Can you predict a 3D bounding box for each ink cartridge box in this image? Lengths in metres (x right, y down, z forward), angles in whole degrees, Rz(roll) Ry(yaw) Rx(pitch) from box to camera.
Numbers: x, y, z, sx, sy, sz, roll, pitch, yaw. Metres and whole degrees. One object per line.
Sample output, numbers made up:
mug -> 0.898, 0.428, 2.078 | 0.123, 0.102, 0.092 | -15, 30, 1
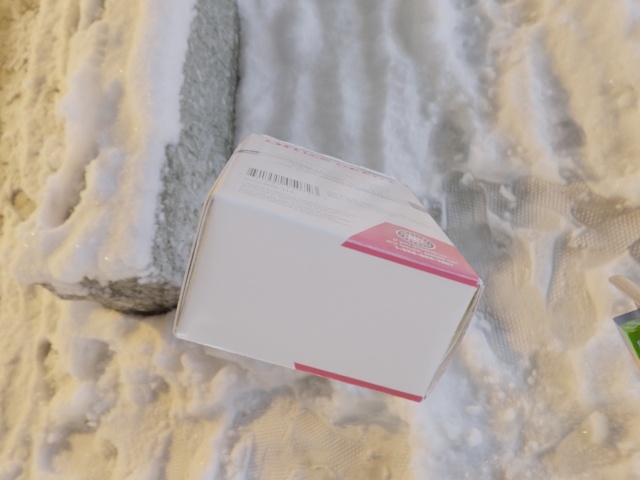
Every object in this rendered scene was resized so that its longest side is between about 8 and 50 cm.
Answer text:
ink cartridge box -> 0.000, 0.000, 0.492 | 0.207, 0.283, 0.117 | 17, 109, -8

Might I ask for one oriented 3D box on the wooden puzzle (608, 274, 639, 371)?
wooden puzzle -> 0.518, 0.229, 0.713 | 0.080, 0.322, 0.347 | -30, 86, 17
